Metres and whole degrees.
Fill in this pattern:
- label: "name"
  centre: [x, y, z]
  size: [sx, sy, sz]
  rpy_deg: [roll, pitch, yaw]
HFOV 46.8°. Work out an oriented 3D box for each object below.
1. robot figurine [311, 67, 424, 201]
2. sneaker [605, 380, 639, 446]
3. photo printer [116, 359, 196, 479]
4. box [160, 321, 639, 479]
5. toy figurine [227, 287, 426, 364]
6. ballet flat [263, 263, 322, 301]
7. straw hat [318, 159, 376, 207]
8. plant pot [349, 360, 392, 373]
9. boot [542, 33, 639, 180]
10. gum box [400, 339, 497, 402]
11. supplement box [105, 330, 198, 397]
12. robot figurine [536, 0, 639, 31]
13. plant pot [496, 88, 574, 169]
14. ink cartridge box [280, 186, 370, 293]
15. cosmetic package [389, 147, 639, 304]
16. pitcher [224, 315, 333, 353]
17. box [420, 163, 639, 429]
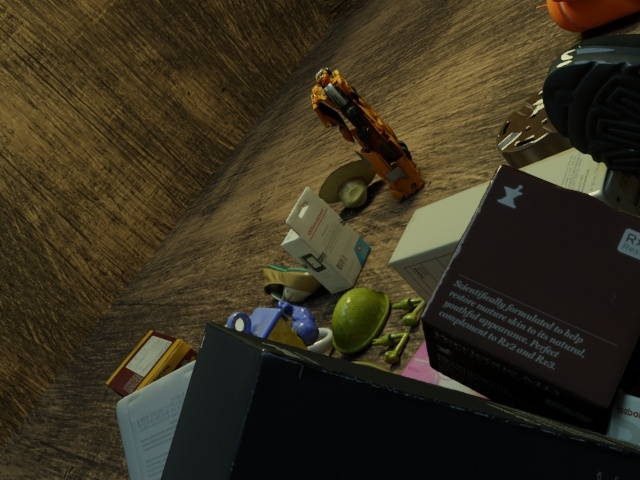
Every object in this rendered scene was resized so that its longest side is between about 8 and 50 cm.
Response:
- label: "robot figurine"
  centre: [0.084, -0.215, 1.454]
  size: [0.085, 0.291, 0.211]
  rpy_deg: [-41, 20, 14]
- label: "sneaker"
  centre: [0.252, 0.196, 0.598]
  size: [0.290, 0.123, 0.106]
  rpy_deg: [-54, 23, -17]
- label: "photo printer"
  centre: [-0.141, 0.317, 0.957]
  size: [0.256, 0.107, 0.307]
  rpy_deg: [-32, 67, 38]
- label: "box"
  centre: [0.049, 0.194, 0.576]
  size: [0.343, 0.313, 0.178]
  rpy_deg: [163, 124, -76]
- label: "toy figurine"
  centre: [-0.031, 0.156, 1.086]
  size: [0.191, 0.217, 0.362]
  rpy_deg: [-12, 40, 57]
- label: "ballet flat"
  centre: [-0.054, 0.091, 1.493]
  size: [0.232, 0.080, 0.073]
  rpy_deg: [2, 79, 67]
- label: "straw hat"
  centre: [0.071, -0.104, 1.592]
  size: [0.144, 0.144, 0.061]
  rpy_deg: [-38, 60, 22]
- label: "plant pot"
  centre: [0.057, 0.214, 0.964]
  size: [0.134, 0.134, 0.095]
  rpy_deg: [-41, -4, 12]
- label: "boot"
  centre: [0.469, -0.246, 0.763]
  size: [0.445, 0.367, 0.146]
  rpy_deg: [-61, -19, -27]
- label: "gum box"
  centre: [0.187, 0.152, 0.887]
  size: [0.107, 0.062, 0.188]
  rpy_deg: [-52, 21, -17]
- label: "supplement box"
  centre: [-0.249, 0.276, 1.320]
  size: [0.129, 0.191, 0.194]
  rpy_deg: [-52, 21, -19]
- label: "robot figurine"
  centre: [0.497, -0.450, 1.324]
  size: [0.158, 0.128, 0.219]
  rpy_deg: [-55, 22, -22]
- label: "plant pot"
  centre: [0.326, -0.104, 0.954]
  size: [0.167, 0.165, 0.167]
  rpy_deg: [-38, 22, 19]
- label: "ink cartridge box"
  centre: [0.000, 0.000, 1.372]
  size: [0.060, 0.180, 0.104]
  rpy_deg: [-23, 30, 47]
- label: "cosmetic package"
  centre: [0.255, 0.006, 0.898]
  size: [0.309, 0.160, 0.113]
  rpy_deg: [-20, 32, 48]
- label: "pitcher"
  centre: [-0.084, 0.191, 1.294]
  size: [0.178, 0.125, 0.207]
  rpy_deg: [-24, 15, -25]
- label: "box"
  centre: [0.208, 0.066, 0.706]
  size: [0.167, 0.169, 0.203]
  rpy_deg: [-60, -20, -14]
